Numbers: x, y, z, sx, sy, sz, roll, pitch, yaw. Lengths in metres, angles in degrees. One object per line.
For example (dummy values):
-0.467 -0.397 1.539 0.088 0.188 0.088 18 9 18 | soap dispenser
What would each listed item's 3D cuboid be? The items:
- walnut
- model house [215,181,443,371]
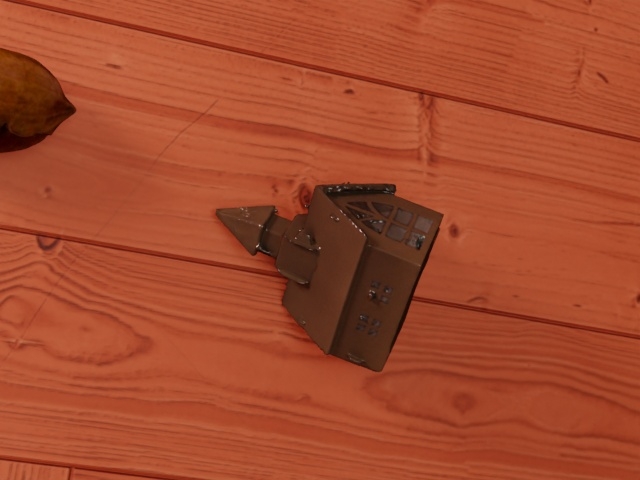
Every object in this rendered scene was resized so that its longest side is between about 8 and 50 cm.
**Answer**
-0.360 -0.152 1.852 0.207 0.116 0.116 4 88 -30 | walnut
0.000 0.000 1.991 0.248 0.181 0.176 22 37 5 | model house
